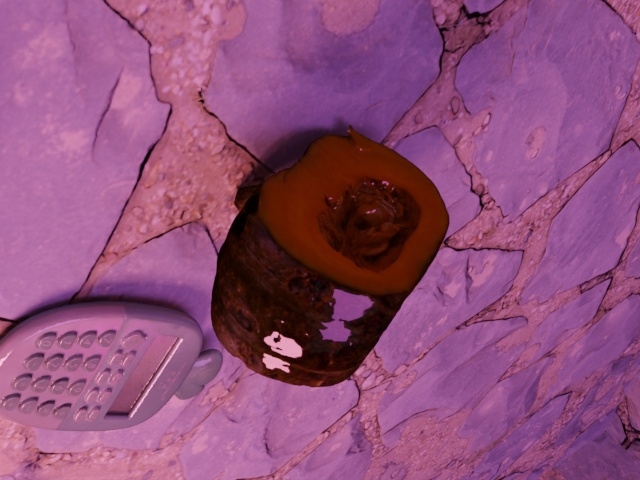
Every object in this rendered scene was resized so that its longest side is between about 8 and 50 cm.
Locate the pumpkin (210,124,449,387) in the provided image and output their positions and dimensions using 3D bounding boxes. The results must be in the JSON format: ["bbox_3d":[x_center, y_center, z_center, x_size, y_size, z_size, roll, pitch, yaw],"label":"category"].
[{"bbox_3d":[0.000,0.000,0.798,0.317,0.222,0.139,-47,169,-51],"label":"pumpkin"}]

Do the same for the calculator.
[{"bbox_3d":[-0.238,0.145,0.874,0.295,0.042,0.184,16,115,-48],"label":"calculator"}]
